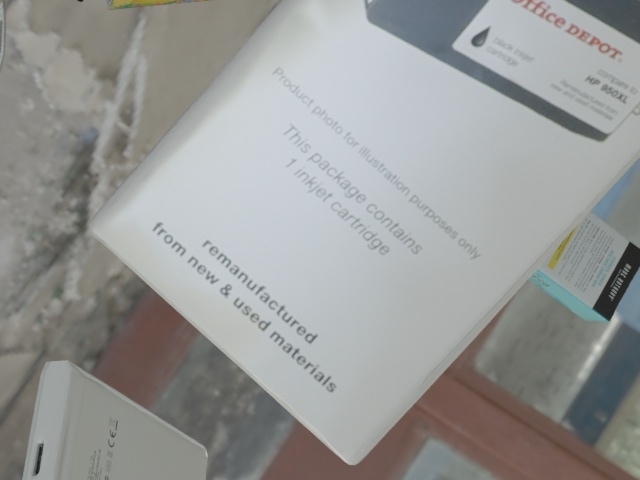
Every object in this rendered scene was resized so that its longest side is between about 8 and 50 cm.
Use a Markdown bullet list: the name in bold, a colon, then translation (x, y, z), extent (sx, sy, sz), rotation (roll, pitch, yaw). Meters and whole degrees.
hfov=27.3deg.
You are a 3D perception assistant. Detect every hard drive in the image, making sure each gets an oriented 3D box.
- **hard drive**: translation (-0.246, 0.315, 1.614), extent (0.353, 0.047, 0.233), rotation (47, 42, -56)

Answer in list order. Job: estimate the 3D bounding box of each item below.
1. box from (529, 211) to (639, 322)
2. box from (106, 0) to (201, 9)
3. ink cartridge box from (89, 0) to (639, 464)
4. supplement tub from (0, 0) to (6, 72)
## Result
- **box**: translation (0.264, -0.009, 1.567), extent (0.101, 0.244, 0.060), rotation (-58, -164, -12)
- **box**: translation (-0.176, -0.500, 1.854), extent (0.279, 0.290, 0.177), rotation (-8, 174, -20)
- **ink cartridge box**: translation (0.095, -0.112, 0.675), extent (0.395, 0.166, 0.285), rotation (-48, -179, 7)
- **supplement tub**: translation (-0.409, -0.174, 0.919), extent (0.207, 0.337, 0.207), rotation (-3, 90, -84)
